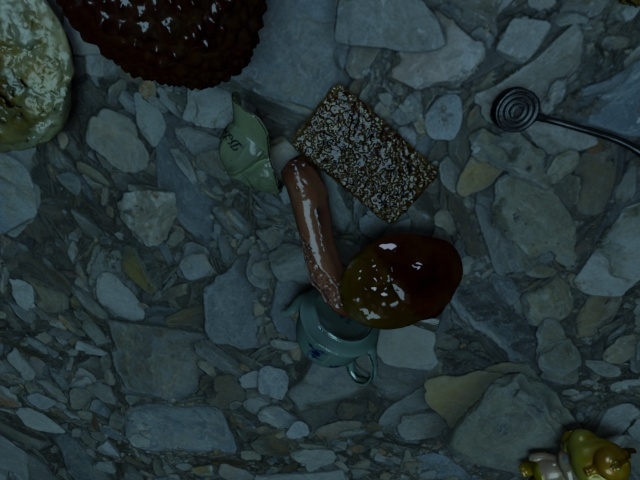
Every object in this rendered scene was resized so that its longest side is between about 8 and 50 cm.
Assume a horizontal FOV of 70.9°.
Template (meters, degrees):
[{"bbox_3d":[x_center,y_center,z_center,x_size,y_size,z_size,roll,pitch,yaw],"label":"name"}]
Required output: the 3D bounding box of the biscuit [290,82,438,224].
[{"bbox_3d":[0.074,-0.137,0.739,0.231,0.025,0.131,37,104,-13],"label":"biscuit"}]

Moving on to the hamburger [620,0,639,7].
[{"bbox_3d":[0.423,-0.345,0.572,0.076,0.044,0.083,-13,114,15],"label":"hamburger"}]

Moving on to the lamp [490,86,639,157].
[{"bbox_3d":[0.438,-0.133,0.651,0.371,0.108,0.130,27,121,-7],"label":"lamp"}]

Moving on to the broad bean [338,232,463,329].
[{"bbox_3d":[0.140,0.066,0.764,0.228,0.122,0.156,-13,91,-26],"label":"broad bean"}]

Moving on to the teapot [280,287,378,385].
[{"bbox_3d":[0.022,0.185,0.877,0.232,0.159,0.159,41,120,15],"label":"teapot"}]

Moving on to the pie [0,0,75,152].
[{"bbox_3d":[-0.563,-0.298,0.731,0.339,0.077,0.339,4,120,6],"label":"pie"}]

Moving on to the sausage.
[{"bbox_3d":[0.000,0.000,0.787,0.078,0.078,0.304,-13,102,15],"label":"sausage"}]

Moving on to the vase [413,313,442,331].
[{"bbox_3d":[0.182,0.140,0.879,0.100,0.053,0.053,15,120,5],"label":"vase"}]

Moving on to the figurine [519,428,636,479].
[{"bbox_3d":[0.565,0.500,0.992,0.246,0.131,0.156,-37,68,40],"label":"figurine"}]

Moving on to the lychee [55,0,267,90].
[{"bbox_3d":[-0.196,-0.330,0.551,0.264,0.264,0.300,-2,143,10],"label":"lychee"}]

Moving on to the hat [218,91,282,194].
[{"bbox_3d":[-0.119,-0.150,0.726,0.081,0.122,0.166,-29,152,-20],"label":"hat"}]
